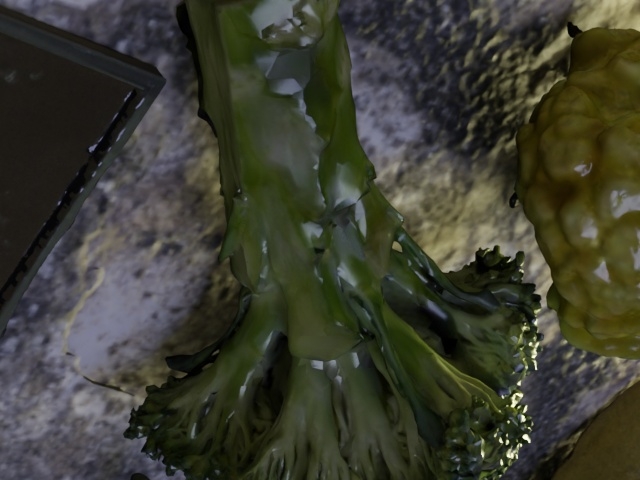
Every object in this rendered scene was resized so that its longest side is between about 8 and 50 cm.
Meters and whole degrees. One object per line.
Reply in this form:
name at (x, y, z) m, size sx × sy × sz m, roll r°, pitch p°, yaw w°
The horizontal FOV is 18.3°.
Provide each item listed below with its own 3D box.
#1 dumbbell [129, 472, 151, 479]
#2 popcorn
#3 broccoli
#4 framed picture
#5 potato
dumbbell at (-0.174, 0.260, 1.336) m, size 0.081 × 0.081 × 0.254 m, roll 13°, pitch 116°, yaw -37°
popcorn at (0.202, -0.030, 1.257) m, size 0.218 × 0.169 × 0.189 m, roll -47°, pitch 151°, yaw -37°
broccoli at (0.022, 0.002, 1.188) m, size 0.252 × 0.221 × 0.361 m, roll 9°, pitch 122°, yaw 1°
framed picture at (-0.238, -0.014, 1.120) m, size 0.209 × 0.019 × 0.281 m, roll 22°, pitch 112°, yaw -40°
potato at (0.256, 0.196, 1.530) m, size 0.243 × 0.098 × 0.138 m, roll -44°, pitch 139°, yaw -1°
